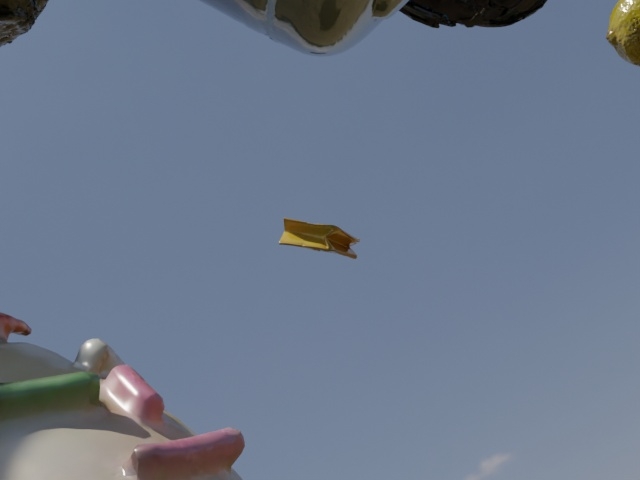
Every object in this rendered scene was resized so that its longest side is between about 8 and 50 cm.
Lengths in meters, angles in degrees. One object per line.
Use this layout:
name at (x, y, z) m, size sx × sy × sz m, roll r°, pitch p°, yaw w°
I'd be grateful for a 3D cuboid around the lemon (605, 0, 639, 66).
lemon at (0.242, -0.154, 0.960) m, size 0.083 × 0.062 × 0.062 m, roll -14°, pitch -22°, yaw -5°

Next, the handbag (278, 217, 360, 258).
handbag at (0.000, 0.000, 1.352) m, size 0.061 × 0.027 × 0.083 m, roll 9°, pitch -5°, yaw 20°

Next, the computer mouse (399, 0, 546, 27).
computer mouse at (0.097, -0.273, 1.185) m, size 0.146 × 0.242 × 0.077 m, roll -56°, pitch 0°, yaw 19°

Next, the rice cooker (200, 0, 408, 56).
rice cooker at (-0.023, -0.284, 0.698) m, size 0.335 × 0.325 × 0.335 m, roll -60°, pitch -4°, yaw -8°

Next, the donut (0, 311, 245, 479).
donut at (-0.156, 0.150, 0.316) m, size 0.383 × 0.382 × 0.142 m, roll -21°, pitch -55°, yaw -20°

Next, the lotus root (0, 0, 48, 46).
lotus root at (-0.252, -0.253, 0.886) m, size 0.160 × 0.274 × 0.152 m, roll -8°, pitch -8°, yaw -16°
